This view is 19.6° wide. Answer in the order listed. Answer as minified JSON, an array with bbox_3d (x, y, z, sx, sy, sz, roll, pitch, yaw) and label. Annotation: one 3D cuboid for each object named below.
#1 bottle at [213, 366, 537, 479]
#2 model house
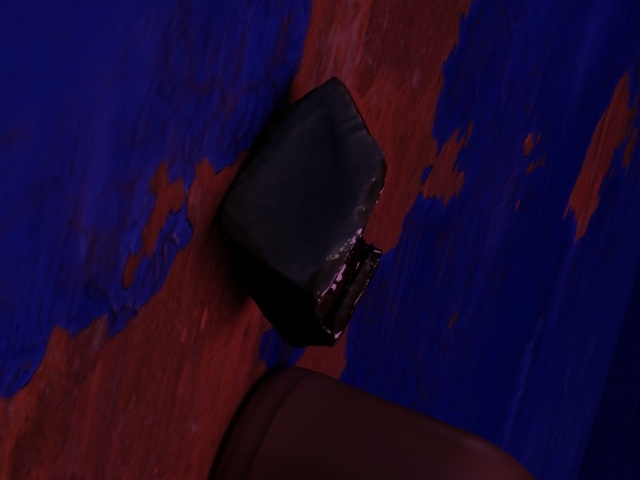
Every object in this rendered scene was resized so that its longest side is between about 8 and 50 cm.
[{"bbox_3d":[0.075,0.234,1.442,0.173,0.297,0.206,-54,155,-46],"label":"bottle"},{"bbox_3d":[0.003,-0.006,1.291,0.165,0.106,0.152,-58,157,-23],"label":"model house"}]
